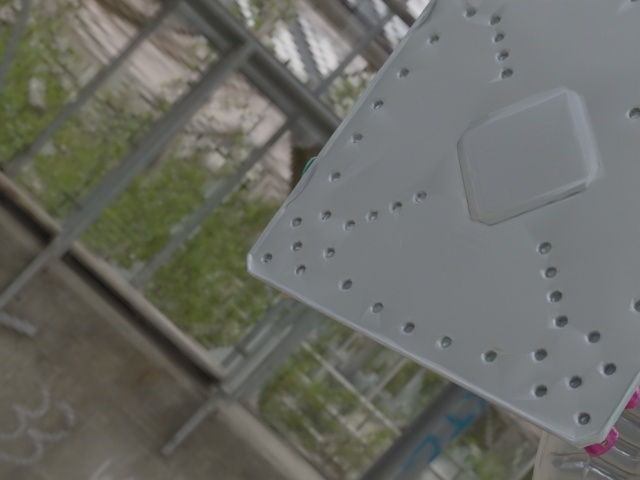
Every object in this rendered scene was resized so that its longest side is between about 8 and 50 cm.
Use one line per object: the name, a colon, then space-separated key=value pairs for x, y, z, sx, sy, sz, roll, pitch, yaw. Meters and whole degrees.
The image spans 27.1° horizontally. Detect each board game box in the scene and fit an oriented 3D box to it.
board game box: x=0.178 y=-0.058 z=1.107 sx=0.390 sy=0.390 sz=0.050 roll=25 pitch=-15 yaw=42

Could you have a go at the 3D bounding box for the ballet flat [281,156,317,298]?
ballet flat: x=0.000 y=0.000 z=1.581 sx=0.073 sy=0.080 sz=0.232 roll=24 pitch=-42 yaw=11

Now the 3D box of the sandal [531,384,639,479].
sandal: x=0.279 y=0.073 z=1.195 sx=0.169 sy=0.416 sz=0.102 roll=16 pitch=15 yaw=-21
